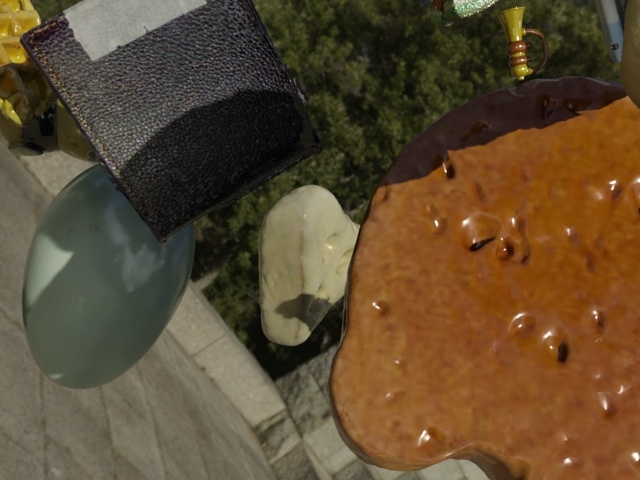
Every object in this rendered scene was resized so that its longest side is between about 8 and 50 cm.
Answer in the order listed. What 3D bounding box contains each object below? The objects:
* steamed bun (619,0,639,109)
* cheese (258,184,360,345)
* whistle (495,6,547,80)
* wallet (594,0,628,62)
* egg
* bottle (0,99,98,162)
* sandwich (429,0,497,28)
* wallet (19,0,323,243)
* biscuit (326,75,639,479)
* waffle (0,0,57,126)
[{"bbox_3d":[0.220,-0.139,0.311,0.110,0.212,0.231,62,-31,-3],"label":"steamed bun"},{"bbox_3d":[0.000,0.000,1.433,0.129,0.351,0.328,20,-48,24],"label":"cheese"},{"bbox_3d":[0.313,-0.307,1.095,0.046,0.057,0.109,-175,-113,-72],"label":"whistle"},{"bbox_3d":[0.527,-0.458,1.264,0.231,0.069,0.170,50,46,-40],"label":"wallet"},{"bbox_3d":[-0.317,0.056,1.039,0.229,0.371,0.230,24,15,-7],"label":"egg"},{"bbox_3d":[-0.384,-0.216,1.239,0.171,0.351,0.172,-179,-90,-79],"label":"bottle"},{"bbox_3d":[0.323,-0.596,1.615,0.160,0.184,0.109,58,-18,-24],"label":"sandwich"},{"bbox_3d":[-0.141,-0.150,0.736,0.262,0.220,0.071,62,-1,-34],"label":"wallet"},{"bbox_3d":[0.234,0.073,0.423,0.455,0.350,0.078,36,-14,15],"label":"biscuit"},{"bbox_3d":[-0.386,-0.216,0.802,0.211,0.160,0.055,56,-46,13],"label":"waffle"}]
